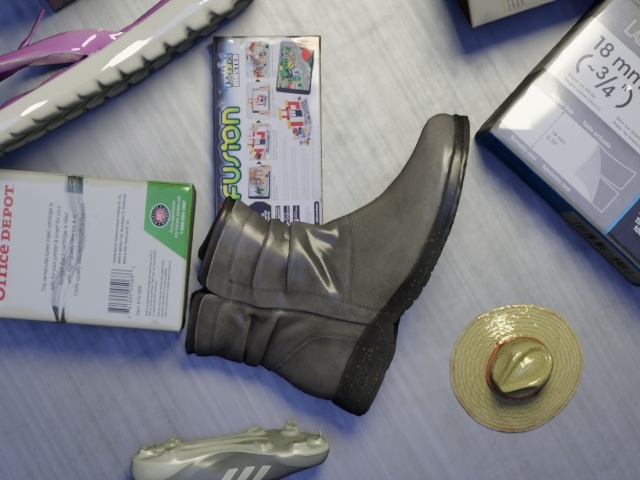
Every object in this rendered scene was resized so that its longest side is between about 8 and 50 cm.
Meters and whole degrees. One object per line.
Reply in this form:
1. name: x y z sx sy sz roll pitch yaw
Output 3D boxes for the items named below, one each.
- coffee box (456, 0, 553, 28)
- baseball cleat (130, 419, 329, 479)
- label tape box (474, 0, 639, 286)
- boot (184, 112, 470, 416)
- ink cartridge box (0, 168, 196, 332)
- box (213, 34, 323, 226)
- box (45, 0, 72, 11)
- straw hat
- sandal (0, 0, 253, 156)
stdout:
1. coffee box: 0.254 -0.346 1.409 0.297 0.119 0.168 -19 46 -3
2. baseball cleat: -0.090 0.249 1.460 0.206 0.072 0.109 -4 103 3
3. label tape box: 0.361 -0.152 1.453 0.240 0.106 0.334 42 88 -1
4. boot: 0.000 0.000 1.404 0.222 0.118 0.338 23 102 -1
5. ink cartridge box: -0.237 0.010 1.441 0.208 0.087 0.153 5 89 -2
6. box: -0.054 -0.110 1.474 0.114 0.036 0.207 0 89 -2
7. box: -0.273 -0.345 1.398 0.119 0.181 0.182 -30 90 -1
8. straw hat: 0.208 0.133 1.465 0.144 0.061 0.144 0 89 -2
9. sandal: -0.245 -0.186 1.412 0.416 0.169 0.102 -32 93 -14
